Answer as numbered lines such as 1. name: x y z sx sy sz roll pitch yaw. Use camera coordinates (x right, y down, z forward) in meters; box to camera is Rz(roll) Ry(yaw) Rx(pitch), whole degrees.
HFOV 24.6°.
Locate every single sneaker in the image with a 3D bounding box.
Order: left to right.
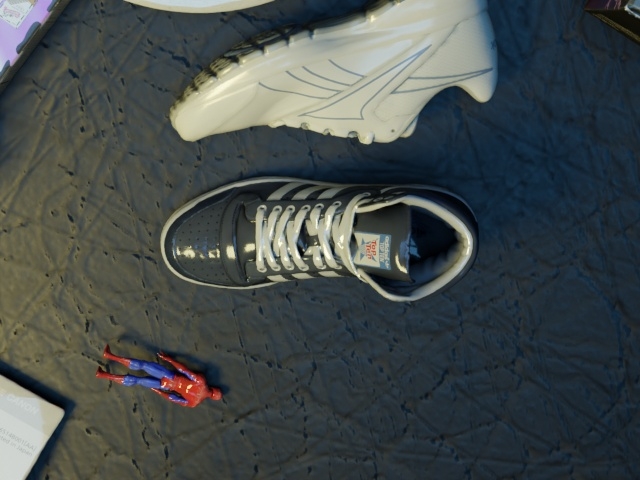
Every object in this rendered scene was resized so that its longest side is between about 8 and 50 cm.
1. sneaker: 0.000 0.000 1.248 0.282 0.153 0.099 -4 100 -1
2. sneaker: 0.017 -0.133 1.253 0.297 0.111 0.129 -18 106 3

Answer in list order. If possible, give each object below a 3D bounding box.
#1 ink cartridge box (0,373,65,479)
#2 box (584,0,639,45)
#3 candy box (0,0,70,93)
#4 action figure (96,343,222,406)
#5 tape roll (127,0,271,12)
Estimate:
1. ink cartridge box: -0.422 0.195 1.317 0.296 0.066 0.261 31 78 -7
2. box: 0.339 -0.275 1.194 0.103 0.184 0.261 31 97 -7
3. candy box: -0.328 -0.193 1.248 0.165 0.070 0.196 38 96 -8
4. action figure: -0.143 0.124 1.330 0.115 0.030 0.038 19 104 -10
5. tape roll: -0.100 -0.384 1.220 0.392 0.072 0.392 0 99 -2
